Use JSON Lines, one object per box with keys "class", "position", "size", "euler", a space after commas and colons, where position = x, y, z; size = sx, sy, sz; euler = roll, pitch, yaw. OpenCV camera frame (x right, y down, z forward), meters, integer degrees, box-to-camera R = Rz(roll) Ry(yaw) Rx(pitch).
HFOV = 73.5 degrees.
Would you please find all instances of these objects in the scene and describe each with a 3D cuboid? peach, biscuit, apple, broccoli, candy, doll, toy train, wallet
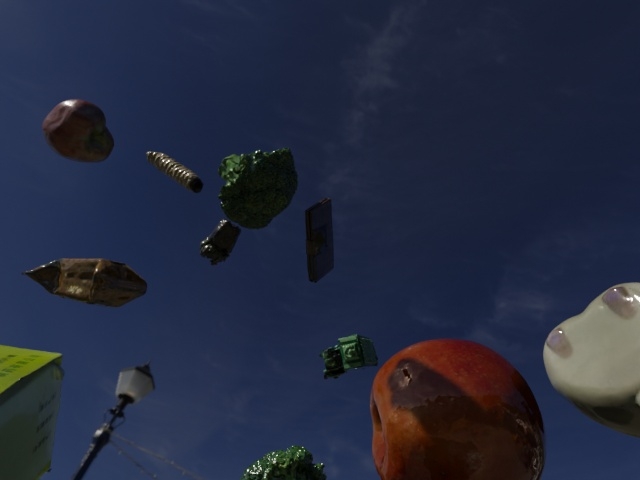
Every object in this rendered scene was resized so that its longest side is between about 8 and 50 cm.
{"class": "peach", "position": [-0.591, -0.272, 1.049], "size": [0.152, 0.152, 0.151], "euler": [6, -55, 8]}
{"class": "biscuit", "position": [-0.432, -0.207, 1.274], "size": [0.219, 0.055, 0.061], "euler": [32, -6, 26]}
{"class": "apple", "position": [0.167, 0.236, 0.552], "size": [0.202, 0.218, 0.218], "euler": [-4, -55, -3]}
{"class": "broccoli", "position": [-0.180, -0.154, 1.193], "size": [0.241, 0.269, 0.261], "euler": [45, -52, 24]}
{"class": "candy", "position": [-0.537, 0.088, 0.966], "size": [0.272, 0.101, 0.143], "euler": [3, -13, 28]}
{"class": "doll", "position": [0.514, 0.200, 0.655], "size": [0.371, 0.226, 0.214], "euler": [21, -70, -37]}
{"class": "broccoli", "position": [-0.067, 0.608, 0.954], "size": [0.270, 0.270, 0.269], "euler": [0, -51, 44]}
{"class": "toy train", "position": [0.092, 0.380, 1.387], "size": [0.155, 0.115, 0.269], "euler": [-16, -20, 13]}
{"class": "wallet", "position": [0.000, 0.000, 1.264], "size": [0.042, 0.124, 0.229], "euler": [13, -61, 26]}

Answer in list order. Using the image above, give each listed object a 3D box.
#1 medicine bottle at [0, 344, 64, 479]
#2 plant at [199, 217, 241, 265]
{"class": "medicine bottle", "position": [-0.369, 0.154, 0.349], "size": [0.251, 0.137, 0.140], "euler": [10, -81, -6]}
{"class": "plant", "position": [-0.301, 0.008, 1.293], "size": [0.094, 0.092, 0.143], "euler": [38, -94, -30]}
